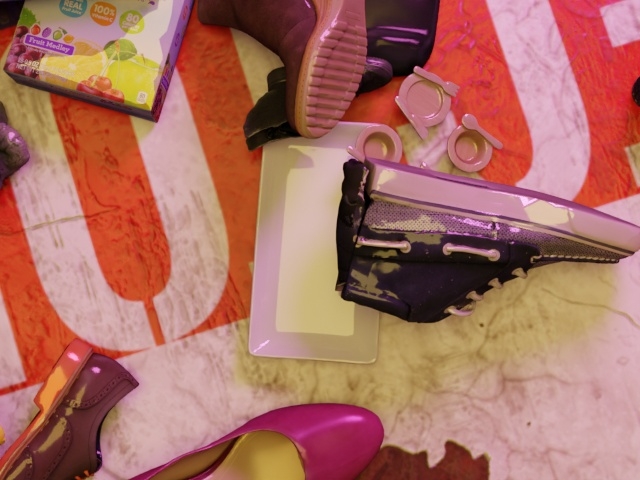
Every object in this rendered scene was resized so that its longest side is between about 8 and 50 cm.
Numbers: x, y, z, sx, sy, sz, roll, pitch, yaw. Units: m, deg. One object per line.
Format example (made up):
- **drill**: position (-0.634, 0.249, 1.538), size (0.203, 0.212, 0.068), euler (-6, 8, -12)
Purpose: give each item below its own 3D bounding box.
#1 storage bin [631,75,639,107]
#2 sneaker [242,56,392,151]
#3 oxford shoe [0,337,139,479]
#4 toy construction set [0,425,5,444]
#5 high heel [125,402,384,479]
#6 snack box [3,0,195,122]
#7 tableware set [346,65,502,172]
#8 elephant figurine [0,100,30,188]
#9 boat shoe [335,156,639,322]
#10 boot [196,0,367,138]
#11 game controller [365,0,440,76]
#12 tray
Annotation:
- **storage bin**: position (0.452, -0.199, 1.368), size (0.122, 0.084, 0.180), euler (41, 87, 4)
- **sneaker**: position (-0.001, -0.150, 1.356), size (0.170, 0.051, 0.089), euler (-5, 60, 1)
- **oxford shoe**: position (-0.293, 0.245, 1.321), size (0.098, 0.097, 0.271), euler (29, 86, -4)
- **toy construction set**: position (-0.450, 0.176, 1.258), size (0.151, 0.215, 0.327), euler (-19, 40, -31)
- **high heel**: position (-0.106, 0.269, 1.272), size (0.377, 0.181, 0.127), euler (-25, 85, -2)
- **snack box**: position (-0.239, -0.258, 1.381), size (0.174, 0.070, 0.207), euler (15, 83, 1)
- **tableware set**: position (0.117, -0.101, 1.372), size (0.141, 0.020, 0.169), euler (42, 76, -10)
- **elephant figurine**: position (-0.415, -0.107, 1.280), size (0.169, 0.239, 0.186), euler (-27, 85, -3)
- **boat shoe**: position (0.173, 0.018, 1.329), size (0.340, 0.127, 0.158), euler (12, 99, -8)
- **boot**: position (-0.050, -0.235, 1.342), size (0.206, 0.090, 0.249), euler (7, 84, 38)
- **game controller**: position (0.064, -0.349, 1.403), size (0.166, 0.067, 0.319), euler (9, 85, -14)
- **tray**: position (0.000, 0.000, 1.375), size (0.145, 0.030, 0.270), euler (4, 85, 1)
